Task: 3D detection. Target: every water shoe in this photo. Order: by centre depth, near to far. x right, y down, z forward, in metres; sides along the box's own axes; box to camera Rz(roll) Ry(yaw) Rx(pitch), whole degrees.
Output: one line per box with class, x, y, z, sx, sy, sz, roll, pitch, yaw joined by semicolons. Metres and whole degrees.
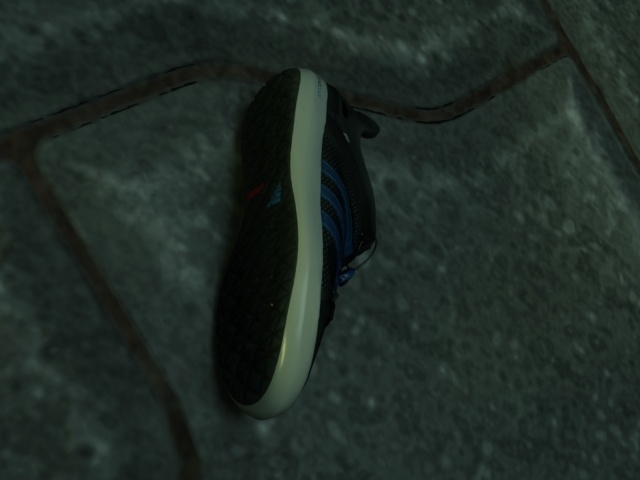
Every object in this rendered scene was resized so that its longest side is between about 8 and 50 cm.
water shoe;0.000;0.000;0.530;0.080;0.073;0.203;23;58;-33
